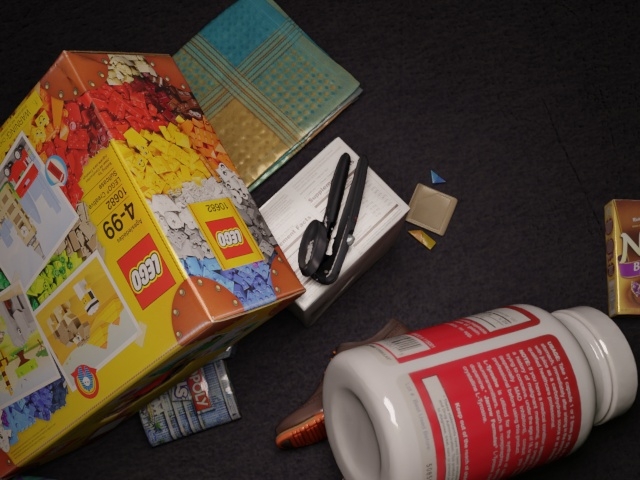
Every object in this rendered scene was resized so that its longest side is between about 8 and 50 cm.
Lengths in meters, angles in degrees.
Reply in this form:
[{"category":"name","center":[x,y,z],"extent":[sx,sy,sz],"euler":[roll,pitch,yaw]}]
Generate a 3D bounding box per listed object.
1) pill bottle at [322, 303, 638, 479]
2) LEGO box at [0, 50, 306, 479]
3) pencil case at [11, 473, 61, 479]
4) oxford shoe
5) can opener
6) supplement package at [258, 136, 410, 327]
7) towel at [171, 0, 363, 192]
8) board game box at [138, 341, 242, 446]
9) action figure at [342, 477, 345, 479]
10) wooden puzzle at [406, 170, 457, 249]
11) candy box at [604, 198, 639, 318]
[{"category":"pill bottle","center":[0.227,0.219,1.192],"extent":[0.408,0.229,0.229],"euler":[-12,78,-23]},{"category":"LEGO box","center":[-0.320,0.045,1.153],"extent":[0.500,0.193,0.372],"euler":[-37,77,33]},{"category":"pencil case","center":[-0.393,0.397,1.277],"extent":[0.152,0.064,0.070],"euler":[11,54,3]},{"category":"oxford shoe","center":[0.036,0.221,1.309],"extent":[0.271,0.097,0.098],"euler":[-31,63,-12]},{"category":"can opener","center":[0.024,-0.030,1.099],"extent":[0.059,0.073,0.186],"euler":[19,71,12]},{"category":"supplement package","center":[0.000,0.000,1.256],"extent":[0.204,0.262,0.145],"euler":[-43,81,-8]},{"category":"towel","center":[-0.154,-0.219,1.417],"extent":[0.370,0.040,0.271],"euler":[-43,80,-6]},{"category":"board game box","center":[-0.197,0.197,1.320],"extent":[0.194,0.060,0.194],"euler":[-19,79,-3]},{"category":"action figure","center":[0.018,0.413,1.293],"extent":[0.038,0.030,0.115],"euler":[21,77,10]},{"category":"wooden puzzle","center":[0.179,-0.049,1.393],"extent":[0.079,0.014,0.116],"euler":[31,80,2]},{"category":"candy box","center":[0.515,0.030,1.356],"extent":[0.109,0.053,0.186],"euler":[1,77,1]}]
